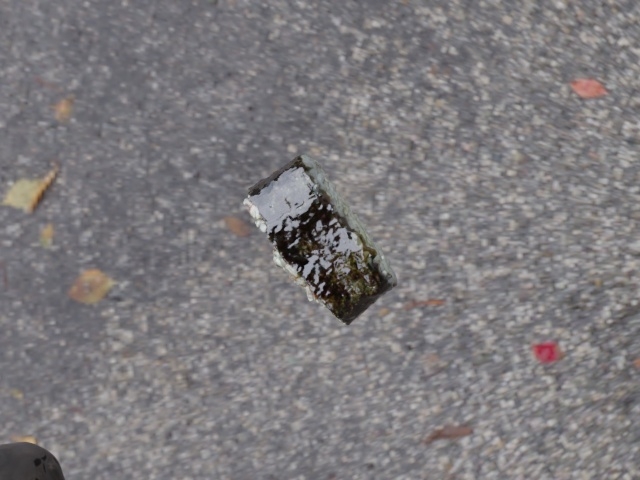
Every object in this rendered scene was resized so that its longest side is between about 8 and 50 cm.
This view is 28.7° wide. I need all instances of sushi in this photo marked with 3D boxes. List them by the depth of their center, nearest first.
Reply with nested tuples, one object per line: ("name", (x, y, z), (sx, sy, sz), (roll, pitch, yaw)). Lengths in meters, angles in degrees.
("sushi", (0.000, 0.000, 1.087), (0.078, 0.090, 0.150), (-36, 110, 9))

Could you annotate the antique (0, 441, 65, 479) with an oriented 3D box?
("antique", (-0.257, 0.291, 0.794), (0.185, 0.255, 0.322), (-14, 80, 8))
